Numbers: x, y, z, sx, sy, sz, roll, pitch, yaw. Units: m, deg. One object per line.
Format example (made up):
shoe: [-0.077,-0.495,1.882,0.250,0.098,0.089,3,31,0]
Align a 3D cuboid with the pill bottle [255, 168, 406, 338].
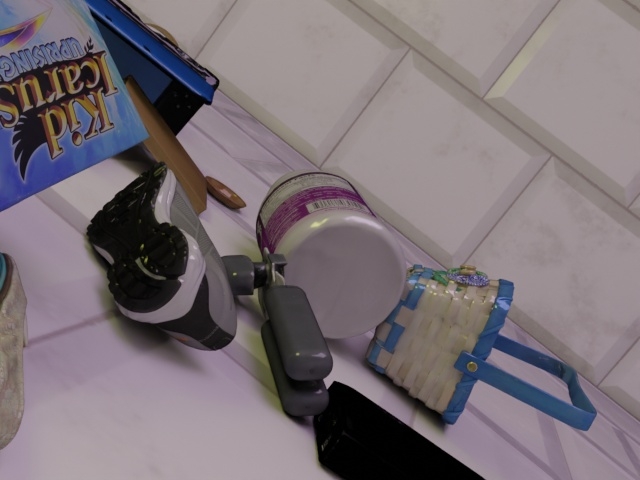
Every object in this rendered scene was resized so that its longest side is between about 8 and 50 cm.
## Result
pill bottle: [0.000,0.000,1.148,0.169,0.169,0.301,34,10,-19]

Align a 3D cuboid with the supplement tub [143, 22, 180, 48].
supplement tub: [-0.341,-0.343,1.605,0.144,0.144,0.199,36,9,-12]

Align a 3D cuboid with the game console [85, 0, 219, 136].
game console: [-0.320,-0.273,1.309,0.293,0.250,0.173,38,41,-14]

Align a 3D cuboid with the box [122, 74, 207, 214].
box: [-0.230,-0.143,1.222,0.201,0.021,0.164,56,4,-21]

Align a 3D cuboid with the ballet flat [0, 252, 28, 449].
ballet flat: [-0.199,0.064,0.496,0.052,0.057,0.168,64,-1,-30]

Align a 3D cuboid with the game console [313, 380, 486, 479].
game console: [0.097,0.249,0.687,0.213,0.044,0.361,36,10,-11]

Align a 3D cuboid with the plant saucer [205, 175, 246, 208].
plant saucer: [-0.160,-0.076,1.385,0.083,0.015,0.083,37,10,-7]

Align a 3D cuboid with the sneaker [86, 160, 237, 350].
sneaker: [-0.148,0.014,0.798,0.108,0.100,0.271,48,5,-34]

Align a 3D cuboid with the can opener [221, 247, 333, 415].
can opener: [-0.061,0.085,0.880,0.095,0.076,0.283,2,20,-12]

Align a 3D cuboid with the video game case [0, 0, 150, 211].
video game case: [-0.251,-0.131,0.523,0.269,0.061,0.244,-44,115,-57]

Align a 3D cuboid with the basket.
basket: [0.219,0.150,1.128,0.289,0.201,0.255,29,8,5]
